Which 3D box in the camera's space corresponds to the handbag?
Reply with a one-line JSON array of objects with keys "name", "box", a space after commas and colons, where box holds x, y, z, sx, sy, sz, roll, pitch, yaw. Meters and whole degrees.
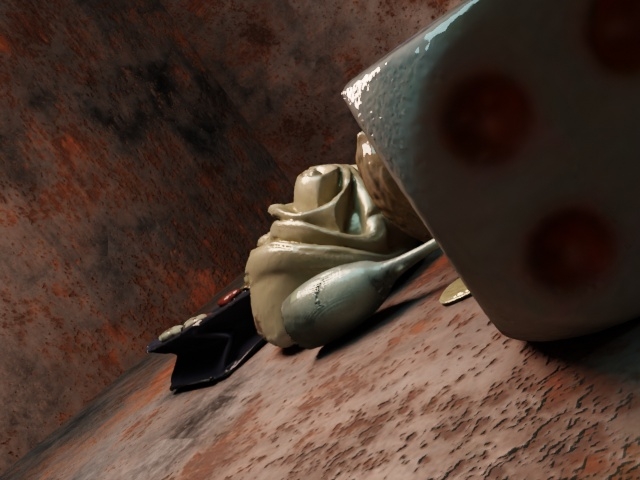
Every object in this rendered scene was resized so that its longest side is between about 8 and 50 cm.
[{"name": "handbag", "box": [-0.178, 0.160, 1.429, 0.329, 0.122, 0.303, -38, 5, -34]}]

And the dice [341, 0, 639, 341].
[{"name": "dice", "box": [0.187, -0.087, 0.555, 0.251, 0.259, 0.243, -34, 11, 9]}]

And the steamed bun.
[{"name": "steamed bun", "box": [0.002, -0.002, 1.167, 0.324, 0.219, 0.310, -34, 5, 17]}]

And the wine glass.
[{"name": "wine glass", "box": [0.029, -0.016, 0.898, 0.310, 0.264, 0.096, -32, 15, 31]}]

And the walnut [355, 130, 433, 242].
[{"name": "walnut", "box": [0.148, -0.092, 0.963, 0.178, 0.230, 0.178, -51, 21, 29]}]

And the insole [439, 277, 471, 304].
[{"name": "insole", "box": [0.228, 0.015, 0.748, 0.248, 0.011, 0.081, -31, 7, 38]}]
